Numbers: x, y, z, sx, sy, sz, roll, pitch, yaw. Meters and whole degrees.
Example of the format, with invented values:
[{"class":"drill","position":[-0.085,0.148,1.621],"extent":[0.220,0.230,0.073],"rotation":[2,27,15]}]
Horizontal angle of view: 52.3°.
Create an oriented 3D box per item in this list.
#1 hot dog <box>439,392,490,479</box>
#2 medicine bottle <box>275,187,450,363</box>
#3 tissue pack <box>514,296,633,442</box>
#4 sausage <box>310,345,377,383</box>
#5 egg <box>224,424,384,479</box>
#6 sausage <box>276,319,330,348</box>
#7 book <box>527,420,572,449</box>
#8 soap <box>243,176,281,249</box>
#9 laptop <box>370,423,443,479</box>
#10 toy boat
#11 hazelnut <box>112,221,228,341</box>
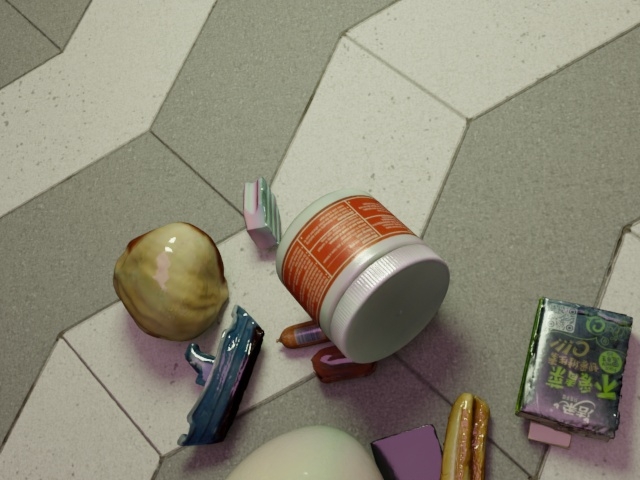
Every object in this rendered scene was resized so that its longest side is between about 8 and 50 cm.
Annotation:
[{"class":"hot dog","position":[0.261,0.410,1.215],"extent":[0.076,0.102,0.249],"rotation":[-12,62,45]},{"class":"medicine bottle","position":[0.075,0.063,1.239],"extent":[0.252,0.252,0.241],"rotation":[-42,53,-1]},{"class":"tissue pack","position":[0.472,0.234,1.215],"extent":[0.173,0.073,0.236],"rotation":[12,70,18]},{"class":"sausage","position":[0.051,0.247,1.332],"extent":[0.141,0.076,0.076],"rotation":[-14,70,11]},{"class":"egg","position":[-0.017,0.494,1.139],"extent":[0.354,0.355,0.340],"rotation":[15,55,18]},{"class":"sausage","position":[0.072,0.171,1.360],"extent":[0.347,0.053,0.053],"rotation":[-16,69,9]},{"class":"book","position":[0.440,0.330,1.235],"extent":[0.077,0.014,0.111],"rotation":[10,74,18]},{"class":"soap","position":[-0.130,-0.055,1.459],"extent":[0.056,0.100,0.149],"rotation":[-19,44,14]},{"class":"laptop","position":[0.186,0.467,1.258],"extent":[0.135,0.016,0.197],"rotation":[-18,70,7]},{"class":"toy boat","position":[-0.223,0.281,1.359],"extent":[0.142,0.129,0.309],"rotation":[20,79,8]},{"class":"hazelnut","position":[-0.312,0.091,1.407],"extent":[0.261,0.241,0.261],"rotation":[-24,57,43]}]
